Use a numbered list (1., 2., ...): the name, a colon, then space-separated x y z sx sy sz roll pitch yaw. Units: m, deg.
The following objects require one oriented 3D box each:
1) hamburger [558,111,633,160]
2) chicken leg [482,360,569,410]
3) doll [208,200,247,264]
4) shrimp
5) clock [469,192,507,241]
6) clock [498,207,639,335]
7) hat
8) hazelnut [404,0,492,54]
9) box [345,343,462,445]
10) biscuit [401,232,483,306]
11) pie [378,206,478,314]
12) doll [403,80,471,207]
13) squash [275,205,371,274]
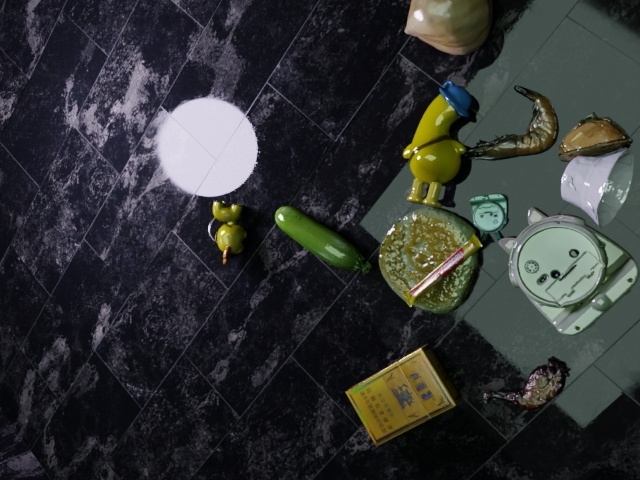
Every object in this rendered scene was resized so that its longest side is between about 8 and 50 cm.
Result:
1. hamburger: 0.711 -0.273 1.478 0.176 0.087 0.102 -14 66 37
2. chicken leg: 0.583 0.426 1.600 0.253 0.051 0.106 -31 74 25
3. doll: -0.322 -0.026 1.969 0.135 0.143 0.221 5 95 -9
4. shrimp: 0.520 -0.327 1.586 0.262 0.051 0.198 -10 82 23
5. clock: 0.483 -0.066 1.619 0.101 0.041 0.135 -7 90 26
6. clock: 0.639 0.067 1.514 0.324 0.108 0.265 44 110 17
7. hat: 0.700 -0.147 1.452 0.126 0.203 0.203 28 106 42
8. hazelnut: 0.343 -0.623 1.541 0.241 0.261 0.261 -5 91 27
9. box: 0.252 0.475 1.744 0.301 0.084 0.193 -36 78 23
10. biscuit: 0.349 0.088 1.628 0.292 0.026 0.048 -45 53 24
11. pie: 0.320 0.057 1.695 0.323 0.070 0.323 2 95 28
12. doll: 0.329 -0.281 1.629 0.199 0.145 0.363 14 91 37
13. squash: 0.000 0.000 1.829 0.379 0.101 0.101 33 107 19
